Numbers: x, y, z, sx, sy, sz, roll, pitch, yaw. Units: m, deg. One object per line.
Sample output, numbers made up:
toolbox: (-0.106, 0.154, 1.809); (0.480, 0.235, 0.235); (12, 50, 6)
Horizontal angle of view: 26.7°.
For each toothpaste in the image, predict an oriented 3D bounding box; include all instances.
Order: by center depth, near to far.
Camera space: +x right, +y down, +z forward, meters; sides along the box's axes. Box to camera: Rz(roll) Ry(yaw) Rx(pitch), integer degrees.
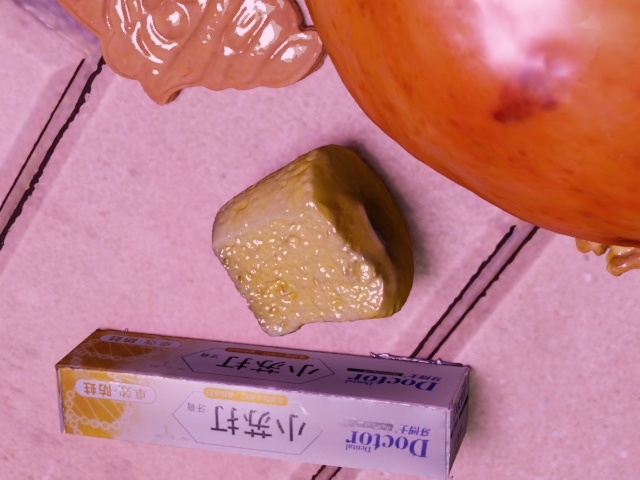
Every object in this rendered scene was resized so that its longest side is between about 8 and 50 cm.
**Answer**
toothpaste: (-0.045, 0.125, 1.037); (0.312, 0.089, 0.071); (5, 108, 15)

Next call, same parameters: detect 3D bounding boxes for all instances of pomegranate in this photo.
pomegranate: (0.193, -0.186, 0.706); (0.410, 0.410, 0.410); (6, 114, 14)

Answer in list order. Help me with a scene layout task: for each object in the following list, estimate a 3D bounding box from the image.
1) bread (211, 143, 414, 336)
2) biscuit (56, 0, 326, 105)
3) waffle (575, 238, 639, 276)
bread: (0.000, 0.000, 0.959); (0.114, 0.111, 0.129); (-21, 107, 28)
biscuit: (-0.113, -0.178, 0.965); (0.250, 0.035, 0.162); (24, 112, 8)
waffle: (0.253, -0.041, 0.905); (0.191, 0.038, 0.191); (6, 113, 13)
